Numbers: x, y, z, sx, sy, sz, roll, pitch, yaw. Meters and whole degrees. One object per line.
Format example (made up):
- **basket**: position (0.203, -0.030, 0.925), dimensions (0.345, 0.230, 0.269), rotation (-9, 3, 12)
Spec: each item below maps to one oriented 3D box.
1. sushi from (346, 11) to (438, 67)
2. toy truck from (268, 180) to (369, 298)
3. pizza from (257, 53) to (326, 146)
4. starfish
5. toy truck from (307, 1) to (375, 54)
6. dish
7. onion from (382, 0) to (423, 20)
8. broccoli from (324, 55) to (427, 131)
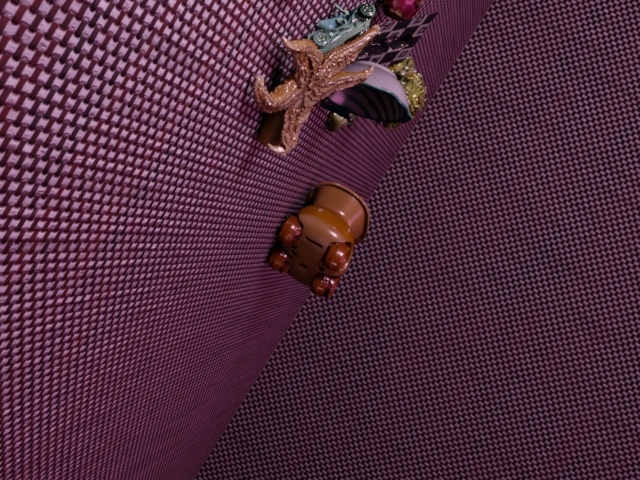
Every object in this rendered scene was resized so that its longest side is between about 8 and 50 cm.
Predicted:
- **sushi**: position (0.120, -0.432, 1.909), dimensions (0.215, 0.050, 0.192), rotation (-21, 165, -29)
- **toy truck**: position (0.000, 0.000, 2.411), dimensions (0.211, 0.204, 0.288), rotation (-54, 170, -37)
- **pizza**: position (-0.033, -0.280, 1.686), dimensions (0.246, 0.058, 0.127), rotation (-51, 171, -23)
- **starfish**: position (-0.010, -0.293, 1.575), dimensions (0.302, 0.060, 0.299), rotation (-34, 154, -26)
- **toy truck**: position (0.025, -0.388, 1.624), dimensions (0.154, 0.078, 0.080), rotation (-36, 164, -20)
- **dish**: position (0.096, -0.326, 1.895), dimensions (0.246, 0.224, 0.078), rotation (-4, -114, 62)
- **onion**: position (0.180, -0.524, 1.900), dimensions (0.107, 0.097, 0.107), rotation (-42, 143, -43)
- **broccoli**: position (0.157, -0.336, 2.148), dimensions (0.273, 0.180, 0.242), rotation (-55, 172, -15)
